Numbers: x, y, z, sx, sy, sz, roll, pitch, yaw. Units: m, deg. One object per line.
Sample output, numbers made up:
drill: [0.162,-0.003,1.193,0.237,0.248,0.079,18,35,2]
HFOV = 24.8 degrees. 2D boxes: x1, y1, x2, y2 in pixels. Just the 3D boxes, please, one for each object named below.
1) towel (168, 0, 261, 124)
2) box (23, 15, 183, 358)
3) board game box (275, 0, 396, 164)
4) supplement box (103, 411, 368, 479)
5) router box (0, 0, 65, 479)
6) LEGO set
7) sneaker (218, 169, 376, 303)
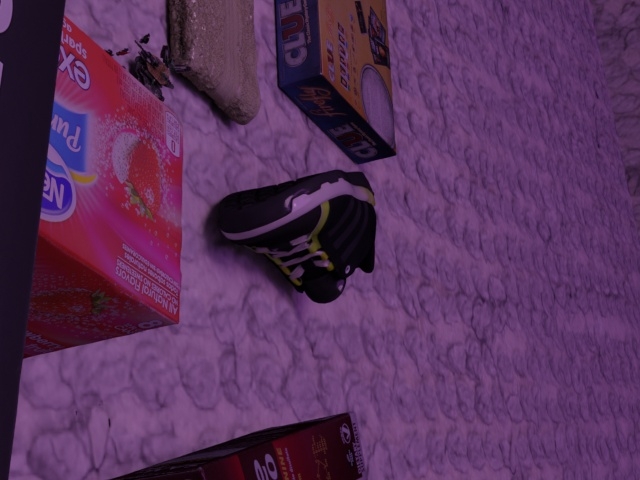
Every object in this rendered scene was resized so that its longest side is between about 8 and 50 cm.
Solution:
towel: [-0.079,-0.171,1.096,0.110,0.027,0.148,40,42,-55]
box: [-0.178,-0.045,0.650,0.257,0.128,0.122,43,39,-55]
board game box: [0.012,-0.213,1.322,0.165,0.042,0.243,41,41,-55]
supplement box: [-0.038,0.190,0.924,0.239,0.073,0.130,-5,82,-67]
router box: [-0.201,-0.036,0.438,0.081,0.243,0.308,47,35,-51]
LEGO set: [-0.121,-0.112,0.978,0.083,0.023,0.054,16,60,-50]
sneaker: [0.000,0.000,1.112,0.235,0.084,0.097,-11,89,-68]
